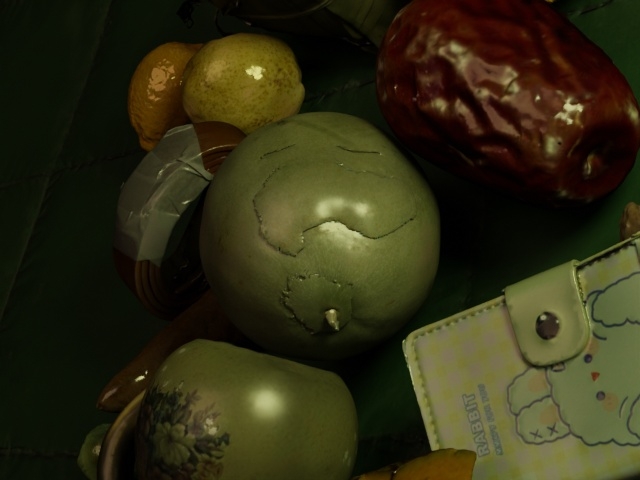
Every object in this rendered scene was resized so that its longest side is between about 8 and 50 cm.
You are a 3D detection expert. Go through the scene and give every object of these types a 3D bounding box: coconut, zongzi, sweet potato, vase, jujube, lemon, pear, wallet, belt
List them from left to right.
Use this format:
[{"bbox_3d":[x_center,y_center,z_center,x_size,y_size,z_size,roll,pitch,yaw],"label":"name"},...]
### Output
[{"bbox_3d":[-0.272,0.284,1.752,0.088,0.088,0.096,-23,43,37],"label":"coconut"},{"bbox_3d":[-0.216,-0.209,1.999,0.142,0.142,0.187,32,99,54],"label":"lemon"},{"bbox_3d":[-0.170,-0.027,1.773,0.261,0.184,0.105,-64,34,14],"label":"belt"},{"bbox_3d":[-0.125,0.264,1.468,0.329,0.241,0.302,7,81,41],"label":"vase"},{"bbox_3d":[-0.142,0.116,1.673,0.092,0.114,0.341,-3,39,51],"label":"sweet potato"},{"bbox_3d":[-0.108,-0.395,1.767,0.447,0.418,0.181,12,81,39],"label":"zongzi"},{"bbox_3d":[-0.103,-0.211,1.854,0.178,0.178,0.178,-29,45,33],"label":"pear"},{"bbox_3d":[0.195,-0.154,1.426,0.223,0.223,0.318,-53,44,7],"label":"jujube"},{"bbox_3d":[0.237,0.135,1.248,0.309,0.077,0.223,-27,63,32],"label":"wallet"}]

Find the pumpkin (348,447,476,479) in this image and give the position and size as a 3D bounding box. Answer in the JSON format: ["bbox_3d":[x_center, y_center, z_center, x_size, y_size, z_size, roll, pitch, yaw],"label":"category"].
[{"bbox_3d":[0.057,0.341,1.234,0.280,0.139,0.190,-48,55,32],"label":"pumpkin"}]

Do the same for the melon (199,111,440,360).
[{"bbox_3d":[0.000,0.000,1.486,0.268,0.268,0.330,-47,23,14],"label":"melon"}]

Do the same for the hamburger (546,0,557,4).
[{"bbox_3d":[0.236,-0.387,1.582,0.294,0.179,0.276,-40,37,27],"label":"hamburger"}]

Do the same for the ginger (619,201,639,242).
[{"bbox_3d":[0.381,-0.006,1.204,0.084,0.122,0.290,-33,14,-39],"label":"ginger"}]
